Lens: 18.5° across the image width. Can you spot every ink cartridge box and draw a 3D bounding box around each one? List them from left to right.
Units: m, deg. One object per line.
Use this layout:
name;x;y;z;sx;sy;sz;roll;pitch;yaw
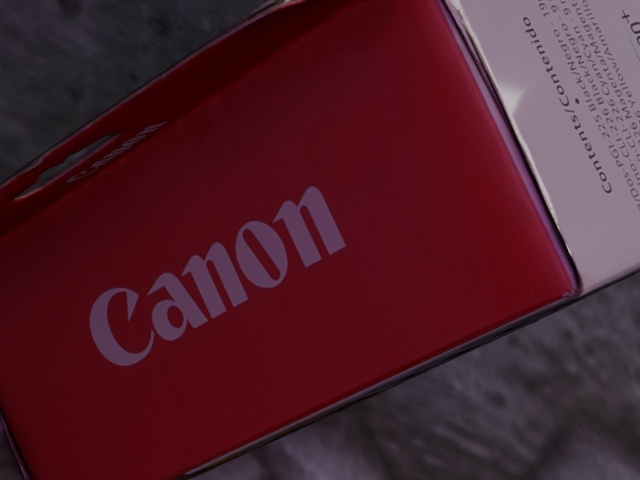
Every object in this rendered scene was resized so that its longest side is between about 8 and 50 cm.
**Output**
ink cartridge box;0.000;0.000;0.770;0.272;0.309;0.130;-21;84;-46
